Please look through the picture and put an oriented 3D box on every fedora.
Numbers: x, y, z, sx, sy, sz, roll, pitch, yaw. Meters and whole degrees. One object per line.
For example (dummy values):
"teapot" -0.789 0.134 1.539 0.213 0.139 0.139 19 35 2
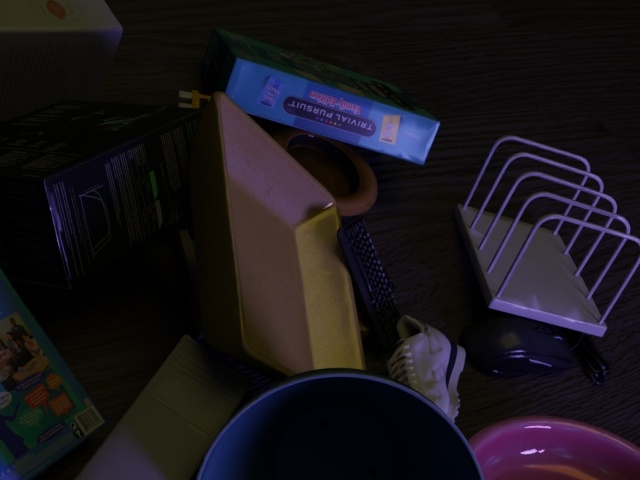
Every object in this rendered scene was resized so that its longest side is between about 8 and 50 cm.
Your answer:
"fedora" -0.008 -0.089 1.558 0.194 0.079 0.194 17 39 -15

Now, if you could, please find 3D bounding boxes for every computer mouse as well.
"computer mouse" 0.323 0.123 1.557 0.261 0.060 0.184 8 45 -26

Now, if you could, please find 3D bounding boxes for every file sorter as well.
"file sorter" 0.351 -0.019 1.590 0.192 0.173 0.278 15 29 -14

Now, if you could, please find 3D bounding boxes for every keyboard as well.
"keyboard" 0.077 0.054 1.424 0.180 0.023 0.108 69 24 -7

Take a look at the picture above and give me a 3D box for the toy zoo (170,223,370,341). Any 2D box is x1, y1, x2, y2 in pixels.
"toy zoo" -0.050 0.056 1.417 0.293 0.030 0.192 5 46 -28

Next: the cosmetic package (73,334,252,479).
"cosmetic package" -0.176 0.229 1.080 0.107 0.127 0.238 34 37 4

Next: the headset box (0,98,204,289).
"headset box" -0.297 -0.072 1.233 0.246 0.131 0.283 8 27 32

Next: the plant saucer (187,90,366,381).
"plant saucer" -0.058 0.039 1.241 0.333 0.080 0.333 40 35 -55

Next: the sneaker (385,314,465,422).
"sneaker" 0.124 0.188 1.328 0.095 0.090 0.235 42 25 -12

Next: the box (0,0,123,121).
"box" -0.486 -0.290 1.403 0.345 0.168 0.215 -10 54 -39

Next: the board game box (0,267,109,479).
"board game box" -0.339 0.148 1.061 0.210 0.047 0.160 56 33 1

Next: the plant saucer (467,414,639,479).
"plant saucer" 0.306 0.357 1.235 0.332 0.084 0.332 9 35 -7

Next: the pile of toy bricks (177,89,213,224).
"pile of toy bricks" -0.154 -0.109 1.426 0.105 0.118 0.212 8 39 -15

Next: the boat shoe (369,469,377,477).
"boat shoe" 0.093 0.319 1.208 0.066 0.066 0.183 -5 41 -30

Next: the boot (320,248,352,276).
"boot" 0.000 0.000 1.450 0.118 0.042 0.087 23 37 -10

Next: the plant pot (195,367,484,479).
"plant pot" 0.018 0.262 1.084 0.290 0.290 0.195 28 4 -3

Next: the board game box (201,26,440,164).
"board game box" -0.008 -0.234 1.641 0.335 0.079 0.254 15 17 -19
